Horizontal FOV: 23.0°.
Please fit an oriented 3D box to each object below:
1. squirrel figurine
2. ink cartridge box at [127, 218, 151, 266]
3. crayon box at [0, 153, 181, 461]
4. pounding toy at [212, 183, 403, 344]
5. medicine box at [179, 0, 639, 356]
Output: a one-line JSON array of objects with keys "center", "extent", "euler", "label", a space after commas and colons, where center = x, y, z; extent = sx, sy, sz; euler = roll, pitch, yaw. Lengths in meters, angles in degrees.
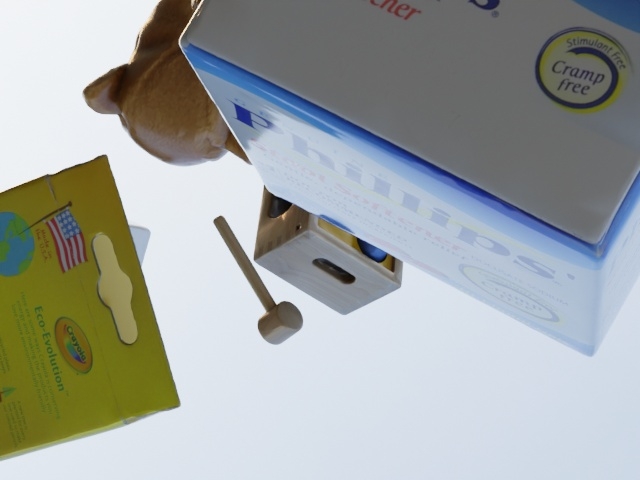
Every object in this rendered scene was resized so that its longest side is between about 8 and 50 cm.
[{"center": [-0.088, -0.265, 1.516], "extent": [0.397, 0.281, 0.370], "euler": [115, -1, -74], "label": "squirrel figurine"}, {"center": [-0.333, 0.077, 1.733], "extent": [0.060, 0.275, 0.239], "euler": [22, -82, 43], "label": "ink cartridge box"}, {"center": [-0.242, 0.069, 1.249], "extent": [0.318, 0.202, 0.081], "euler": [-17, 178, 30], "label": "crayon box"}, {"center": [-0.007, 0.000, 1.525], "extent": [0.094, 0.181, 0.206], "euler": [-29, -139, 39], "label": "pounding toy"}, {"center": [0.086, -0.074, 0.962], "extent": [0.263, 0.289, 0.149], "euler": [28, -98, 15], "label": "medicine box"}]
